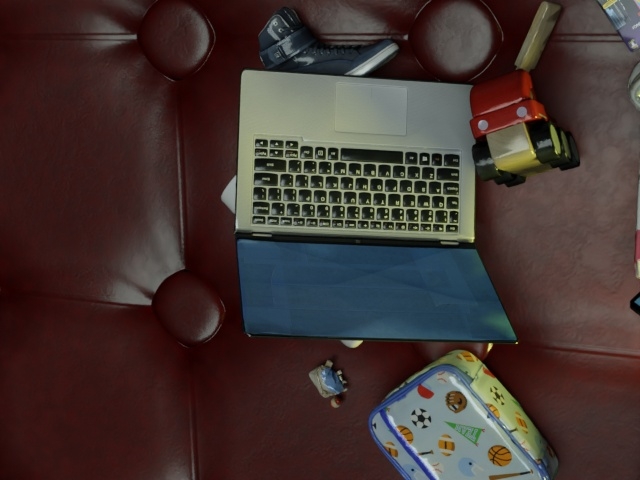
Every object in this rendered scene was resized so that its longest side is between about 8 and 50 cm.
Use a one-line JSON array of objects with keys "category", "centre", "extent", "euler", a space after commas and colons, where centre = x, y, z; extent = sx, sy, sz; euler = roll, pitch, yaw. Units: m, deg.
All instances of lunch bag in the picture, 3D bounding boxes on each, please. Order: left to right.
[{"category": "lunch bag", "centre": [0.239, 0.356, 1.724], "extent": [0.243, 0.115, 0.303], "euler": [-39, 87, 26]}]

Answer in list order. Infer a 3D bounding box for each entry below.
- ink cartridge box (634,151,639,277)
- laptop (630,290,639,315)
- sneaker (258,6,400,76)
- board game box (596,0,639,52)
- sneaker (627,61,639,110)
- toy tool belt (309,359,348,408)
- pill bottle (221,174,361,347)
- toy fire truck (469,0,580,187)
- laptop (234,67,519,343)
[{"category": "ink cartridge box", "centre": [0.539, -0.058, 1.466], "extent": [0.158, 0.092, 0.218], "euler": [2, 71, 19]}, {"category": "laptop", "centre": [0.627, 0.054, 1.457], "extent": [0.234, 0.136, 0.264], "euler": [41, 114, 24]}, {"category": "sneaker", "centre": [0.003, -0.320, 1.656], "extent": [0.226, 0.086, 0.164], "euler": [-22, 97, 25]}, {"category": "board game box", "centre": [0.488, -0.380, 1.480], "extent": [0.170, 0.048, 0.141], "euler": [-35, 88, 24]}, {"category": "sneaker", "centre": [0.583, -0.222, 1.441], "extent": [0.292, 0.118, 0.110], "euler": [-6, 99, 24]}, {"category": "toy tool belt", "centre": [0.022, 0.256, 1.811], "extent": [0.051, 0.052, 0.083], "euler": [-34, 90, 33]}, {"category": "pill bottle", "centre": [0.000, 0.000, 1.680], "extent": [0.334, 0.188, 0.188], "euler": [45, 114, 5]}, {"category": "toy fire truck", "centre": [0.302, -0.222, 1.511], "extent": [0.158, 0.217, 0.247], "euler": [-17, 82, 24]}, {"category": "laptop", "centre": [0.074, -0.062, 1.480], "extent": [0.381, 0.236, 0.408], "euler": [3, 86, -9]}]
